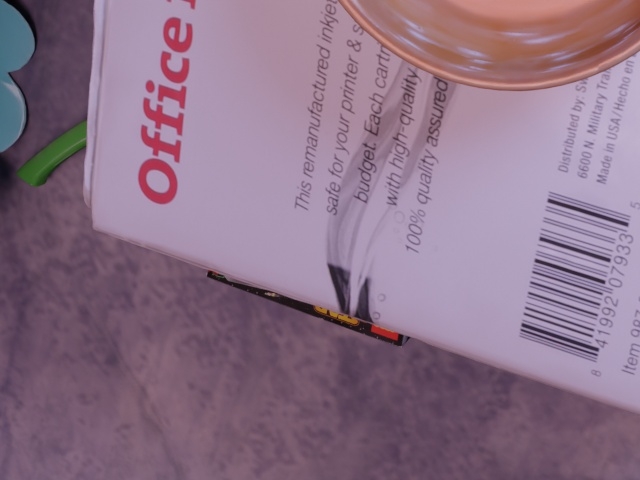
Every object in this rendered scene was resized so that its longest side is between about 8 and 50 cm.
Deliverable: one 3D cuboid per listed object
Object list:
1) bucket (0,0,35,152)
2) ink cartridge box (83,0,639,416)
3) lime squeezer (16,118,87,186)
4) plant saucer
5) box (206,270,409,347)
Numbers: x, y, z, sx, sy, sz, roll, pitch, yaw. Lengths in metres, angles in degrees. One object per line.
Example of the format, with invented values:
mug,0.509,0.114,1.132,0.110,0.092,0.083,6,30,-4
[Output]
bucket,-0.325,-0.092,1.102,0.183,0.281,0.281,23,123,22
ink cartridge box,0.094,-0.101,0.940,0.395,0.166,0.285,18,120,17
lime squeezer,-0.109,-0.139,1.104,0.110,0.059,0.310,47,134,36
plant saucer,0.084,-0.166,0.794,0.200,0.037,0.200,6,107,21
box,0.000,0.000,1.124,0.137,0.027,0.094,20,120,17
